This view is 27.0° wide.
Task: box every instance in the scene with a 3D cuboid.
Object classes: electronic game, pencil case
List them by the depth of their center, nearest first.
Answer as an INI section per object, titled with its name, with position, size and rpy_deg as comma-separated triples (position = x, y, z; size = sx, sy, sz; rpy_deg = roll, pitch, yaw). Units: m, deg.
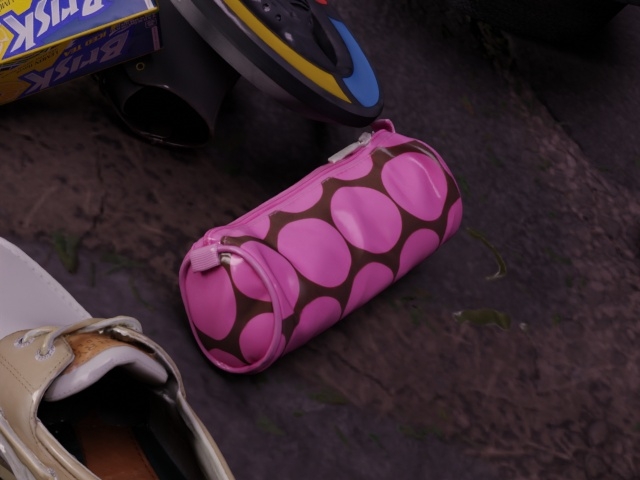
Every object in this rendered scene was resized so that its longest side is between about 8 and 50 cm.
[pencil case]
position = 0.000, 0.000, 0.872
size = 0.209, 0.095, 0.098
rpy_deg = -35, 114, -44
[electronic game]
position = -0.041, -0.166, 0.903
size = 0.229, 0.048, 0.229
rpy_deg = 40, 21, -19

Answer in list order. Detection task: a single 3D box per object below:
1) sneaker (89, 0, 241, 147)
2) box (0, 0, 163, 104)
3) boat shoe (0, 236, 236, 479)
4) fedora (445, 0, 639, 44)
[sneaker]
position = -0.154, -0.154, 0.917
size = 0.222, 0.083, 0.118
rpy_deg = 23, 48, -11
[box]
position = -0.188, -0.128, 0.846
size = 0.169, 0.059, 0.054
rpy_deg = -22, 74, -10
[boat shoe]
position = -0.122, 0.088, 0.705
size = 0.113, 0.103, 0.302
rpy_deg = -16, 54, -43
[fedora]
position = 0.175, -0.282, 1.146
size = 0.334, 0.152, 0.334
rpy_deg = 15, 49, -18
